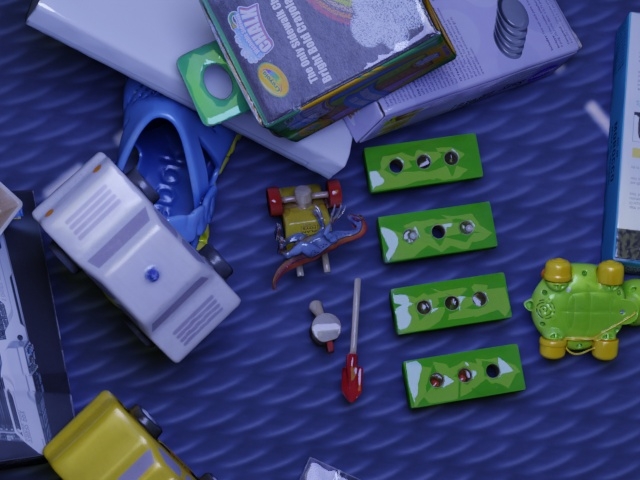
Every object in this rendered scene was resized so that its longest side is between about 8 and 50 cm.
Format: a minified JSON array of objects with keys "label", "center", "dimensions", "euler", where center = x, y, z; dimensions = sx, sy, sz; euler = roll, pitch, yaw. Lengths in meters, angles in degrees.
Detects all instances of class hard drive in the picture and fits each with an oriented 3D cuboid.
[{"label":"hard drive","center":[-0.096,-0.206,1.463],"dimensions":[0.307,0.040,0.203],"euler":[26,54,-21]}]

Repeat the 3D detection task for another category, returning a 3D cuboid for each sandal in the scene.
[{"label":"sandal","center":[-0.133,-0.095,1.478],"dimensions":[0.126,0.138,0.317],"euler":[5,76,0]}]

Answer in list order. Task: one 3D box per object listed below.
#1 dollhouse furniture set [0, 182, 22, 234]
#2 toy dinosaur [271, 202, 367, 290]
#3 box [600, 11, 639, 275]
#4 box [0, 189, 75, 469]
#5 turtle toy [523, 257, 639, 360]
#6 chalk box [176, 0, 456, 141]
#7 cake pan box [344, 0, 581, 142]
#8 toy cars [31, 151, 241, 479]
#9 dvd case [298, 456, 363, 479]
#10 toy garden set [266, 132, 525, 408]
[{"label":"dollhouse furniture set","center":[-0.296,-0.023,1.372],"dimensions":[0.091,0.081,0.114],"euler":[44,52,-18]},{"label":"toy dinosaur","center":[0.000,0.000,1.476],"dimensions":[0.082,0.047,0.090],"euler":[6,111,-13]},{"label":"box","center":[0.327,-0.088,1.544],"dimensions":[0.100,0.060,0.244],"euler":[7,78,-2]},{"label":"box","center":[-0.371,0.086,1.377],"dimensions":[0.307,0.076,0.242],"euler":[-3,75,-39]},{"label":"turtle toy","center":[0.251,0.059,1.505],"dimensions":[0.130,0.066,0.095],"euler":[2,102,-5]},{"label":"chalk box","center":[-0.013,-0.169,1.364],"dimensions":[0.213,0.132,0.132],"euler":[-26,84,9]},{"label":"cake pan box","center":[0.082,-0.248,1.517],"dimensions":[0.245,0.070,0.267],"euler":[-23,81,-33]},{"label":"toy cars","center":[-0.144,0.123,1.374],"dimensions":[0.176,0.087,0.394],"euler":[-4,104,-17]},{"label":"dvd case","center":[0.020,0.328,1.459],"dimensions":[0.164,0.018,0.221],"euler":[24,78,1]},{"label":"toy garden set","center":[0.065,0.036,1.510],"dimensions":[0.203,0.049,0.244],"euler":[-8,80,-7]}]
